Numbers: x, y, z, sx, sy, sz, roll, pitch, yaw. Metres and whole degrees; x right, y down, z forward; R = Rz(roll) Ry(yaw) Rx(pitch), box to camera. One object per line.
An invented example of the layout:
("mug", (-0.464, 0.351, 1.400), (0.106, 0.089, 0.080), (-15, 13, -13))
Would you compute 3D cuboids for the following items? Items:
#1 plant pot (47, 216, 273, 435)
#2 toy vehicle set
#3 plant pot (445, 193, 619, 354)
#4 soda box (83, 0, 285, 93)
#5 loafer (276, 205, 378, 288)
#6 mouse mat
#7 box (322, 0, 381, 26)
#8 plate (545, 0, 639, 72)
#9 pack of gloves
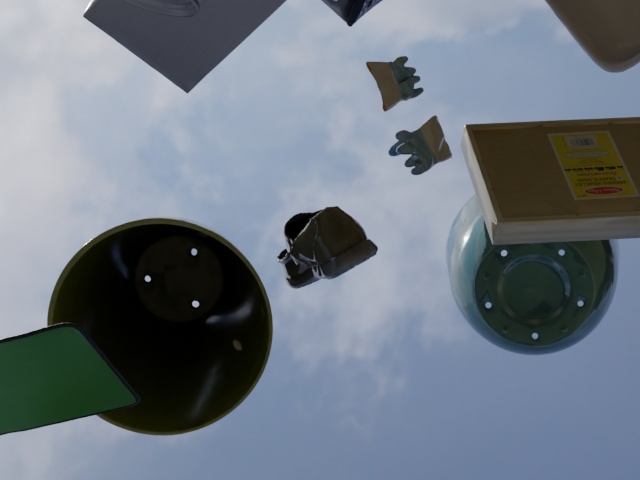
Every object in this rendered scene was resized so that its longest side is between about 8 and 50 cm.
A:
("plant pot", (-0.204, 0.080, 1.472), (0.275, 0.275, 0.293), (19, -171, -7))
("toy vehicle set", (0.307, -0.072, 1.235), (0.267, 0.035, 0.166), (-3, -134, -6))
("plant pot", (0.342, 0.051, 1.754), (0.293, 0.293, 0.235), (29, -166, 3))
("soda box", (-0.033, -0.227, 0.720), (0.098, 0.286, 0.091), (37, -141, -24))
("loafer", (0.000, 0.000, 1.371), (0.094, 0.251, 0.087), (-29, -87, -19))
("mouse mat", (-0.292, 0.142, 1.078), (0.190, 0.152, 0.007), (-13, -132, 11))
("box", (-0.026, -0.394, 1.030), (0.295, 0.293, 0.073), (45, -116, 10))
("plate", (0.237, -0.270, 0.728), (0.278, 0.277, 0.045), (60, -169, 32))
("pack of gloves", (0.134, -0.204, 1.799), (0.195, 0.046, 0.232), (67, -155, -3))
